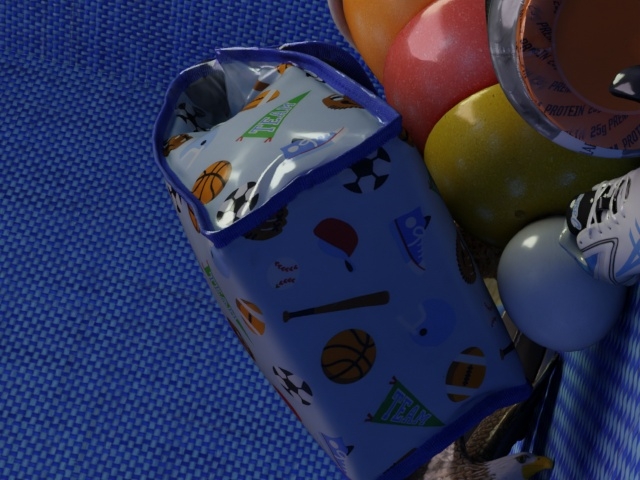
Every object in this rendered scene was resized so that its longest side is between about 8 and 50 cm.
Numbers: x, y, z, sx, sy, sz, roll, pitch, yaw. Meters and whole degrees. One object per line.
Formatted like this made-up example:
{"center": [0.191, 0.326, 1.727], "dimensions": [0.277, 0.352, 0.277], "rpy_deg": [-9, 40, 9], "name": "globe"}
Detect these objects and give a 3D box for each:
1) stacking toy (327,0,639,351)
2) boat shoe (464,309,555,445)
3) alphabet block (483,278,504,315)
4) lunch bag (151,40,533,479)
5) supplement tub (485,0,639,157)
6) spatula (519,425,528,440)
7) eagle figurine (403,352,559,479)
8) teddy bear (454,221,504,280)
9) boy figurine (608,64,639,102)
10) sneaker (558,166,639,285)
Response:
{"center": [0.193, -0.110, 1.650], "dimensions": [0.350, 0.351, 0.479], "rpy_deg": [102, 166, -54], "name": "stacking toy"}
{"center": [0.192, 0.172, 2.007], "dimensions": [0.109, 0.091, 0.305], "rpy_deg": [-108, 38, -76], "name": "boat shoe"}
{"center": [0.158, 0.062, 2.215], "dimensions": [0.193, 0.192, 0.197], "rpy_deg": [-61, 7, -15], "name": "alphabet block"}
{"center": [0.000, 0.000, 1.660], "dimensions": [0.327, 0.239, 0.385], "rpy_deg": [63, 170, -25], "name": "lunch bag"}
{"center": [0.225, -0.173, 1.352], "dimensions": [0.316, 0.194, 0.193], "rpy_deg": [-70, -6, -74], "name": "supplement tub"}
{"center": [0.237, 0.186, 2.158], "dimensions": [0.296, 0.030, 0.084], "rpy_deg": [-74, 1, -75], "name": "spatula"}
{"center": [0.147, 0.233, 1.830], "dimensions": [0.226, 0.225, 0.298], "rpy_deg": [84, -174, -55], "name": "eagle figurine"}
{"center": [0.197, -0.024, 1.927], "dimensions": [0.338, 0.113, 0.245], "rpy_deg": [-33, -21, -36], "name": "teddy bear"}
{"center": [0.258, -0.199, 0.948], "dimensions": [0.177, 0.092, 0.285], "rpy_deg": [25, 100, 51], "name": "boy figurine"}
{"center": [0.244, -0.018, 1.395], "dimensions": [0.237, 0.086, 0.085], "rpy_deg": [104, -179, -75], "name": "sneaker"}
